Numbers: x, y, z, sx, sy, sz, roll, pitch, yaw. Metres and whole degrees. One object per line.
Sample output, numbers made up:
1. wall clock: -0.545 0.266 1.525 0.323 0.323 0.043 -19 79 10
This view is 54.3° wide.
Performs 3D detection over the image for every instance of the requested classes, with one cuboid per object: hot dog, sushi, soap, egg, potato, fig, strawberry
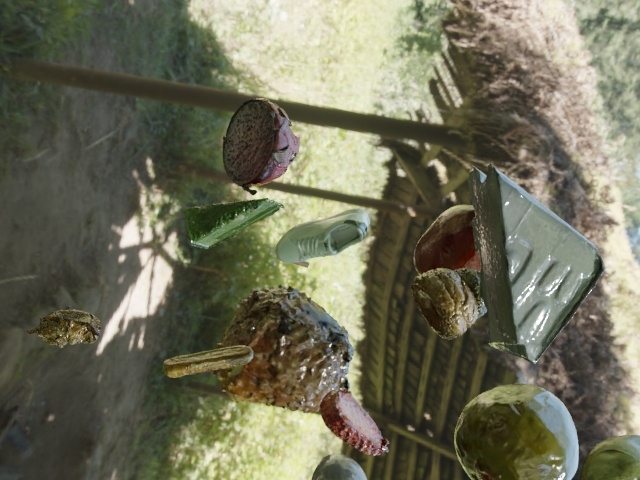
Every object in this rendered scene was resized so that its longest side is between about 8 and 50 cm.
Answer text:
1. hot dog: -0.268 0.292 1.504 0.066 0.216 0.047 -128 -148 -61
2. sushi: -0.406 0.141 0.994 0.060 0.118 0.061 -73 149 -68
3. soap: 0.329 0.049 1.144 0.257 0.302 0.159 -53 -170 3
4. egg: 0.058 0.744 1.818 0.231 0.176 0.176 -95 -167 -46
5. potato: 0.642 0.483 1.289 0.169 0.248 0.143 -48 -136 33
6. fig: 0.550 0.553 1.722 0.343 0.344 0.343 -168 -90 -89
7. strawberry: 0.066 0.414 1.376 0.082 0.188 0.121 -37 -167 17

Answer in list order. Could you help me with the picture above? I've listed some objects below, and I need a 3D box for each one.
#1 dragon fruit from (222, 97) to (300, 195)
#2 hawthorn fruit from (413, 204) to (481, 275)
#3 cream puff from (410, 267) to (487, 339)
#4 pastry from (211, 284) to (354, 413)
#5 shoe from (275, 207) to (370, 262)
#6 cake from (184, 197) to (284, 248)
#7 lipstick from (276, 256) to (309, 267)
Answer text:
1. dragon fruit: -0.128 -0.229 1.555 0.218 0.148 0.223 -57 -131 21
2. hawthorn fruit: 0.424 0.038 1.817 0.311 0.295 0.294 83 16 -58
3. cream puff: 0.331 0.130 1.501 0.183 0.169 0.183 58 -12 20
4. pastry: -0.105 0.308 1.820 0.292 0.406 0.337 -58 154 -79
5. shoe: 0.000 0.000 1.583 0.095 0.265 0.110 60 14 -21
6. cake: -0.217 -0.075 1.544 0.100 0.235 0.099 22 44 -67
7. lipstick: -0.077 0.056 1.755 0.019 0.094 0.018 -162 -90 -76
